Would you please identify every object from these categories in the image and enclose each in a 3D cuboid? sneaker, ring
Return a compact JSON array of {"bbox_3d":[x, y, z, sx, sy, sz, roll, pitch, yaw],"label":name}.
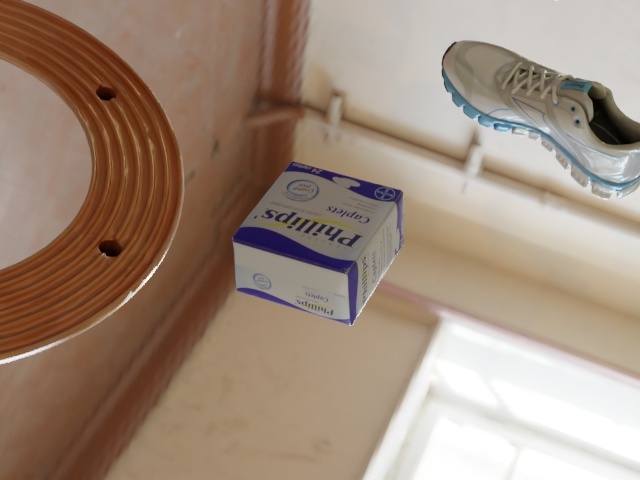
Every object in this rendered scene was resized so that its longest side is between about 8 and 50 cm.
[{"bbox_3d":[0.186,-0.114,1.087,0.071,0.190,0.083,-56,173,-25],"label":"sneaker"},{"bbox_3d":[-0.251,-0.047,0.834,0.336,0.336,0.032,-57,169,-44],"label":"ring"}]

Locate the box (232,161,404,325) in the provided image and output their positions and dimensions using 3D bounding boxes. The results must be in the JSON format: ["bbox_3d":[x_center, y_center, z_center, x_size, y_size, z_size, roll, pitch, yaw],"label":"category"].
[{"bbox_3d":[0.000,0.000,1.335,0.137,0.126,0.072,-55,153,-43],"label":"box"}]
